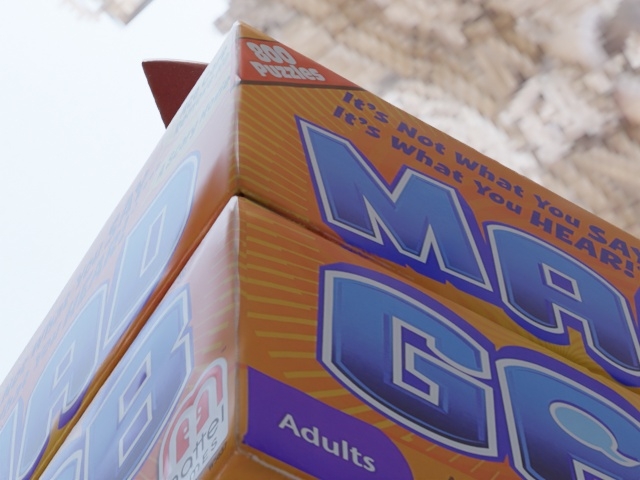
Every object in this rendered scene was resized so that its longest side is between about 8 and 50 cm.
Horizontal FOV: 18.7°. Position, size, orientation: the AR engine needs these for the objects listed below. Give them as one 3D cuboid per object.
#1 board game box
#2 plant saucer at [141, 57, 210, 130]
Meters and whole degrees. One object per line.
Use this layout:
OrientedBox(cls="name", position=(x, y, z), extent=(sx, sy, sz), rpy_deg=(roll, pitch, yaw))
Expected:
OrientedBox(cls="board game box", position=(0.021, 0.184, 0.958), extent=(0.356, 0.356, 0.356), rpy_deg=(27, -154, -18))
OrientedBox(cls="plant saucer", position=(0.000, 0.000, 1.365), extent=(0.258, 0.047, 0.259), rpy_deg=(36, -158, -45))
